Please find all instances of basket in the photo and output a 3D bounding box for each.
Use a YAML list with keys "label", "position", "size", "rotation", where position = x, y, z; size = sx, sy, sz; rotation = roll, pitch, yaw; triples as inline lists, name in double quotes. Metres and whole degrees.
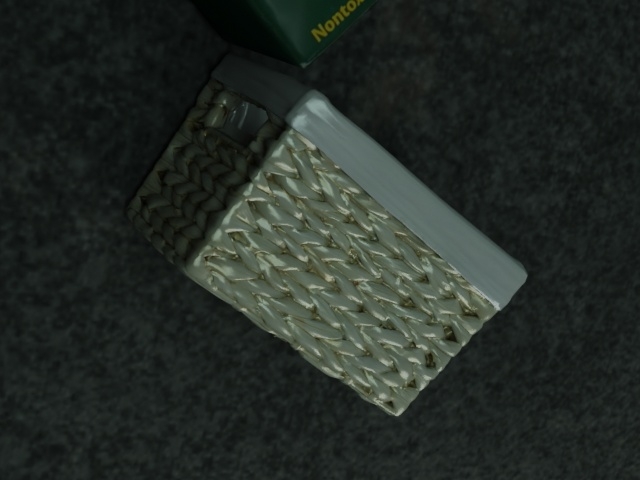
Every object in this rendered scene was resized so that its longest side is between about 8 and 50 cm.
- label: "basket"
  position: [0.000, 0.000, 0.580]
  size: [0.167, 0.113, 0.103]
  rotation: [37, 89, -31]

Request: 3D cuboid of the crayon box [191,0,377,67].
- label: "crayon box"
  position: [0.013, -0.314, 0.487]
  size: [0.363, 0.106, 0.313]
  rotation: [-45, 121, -8]
